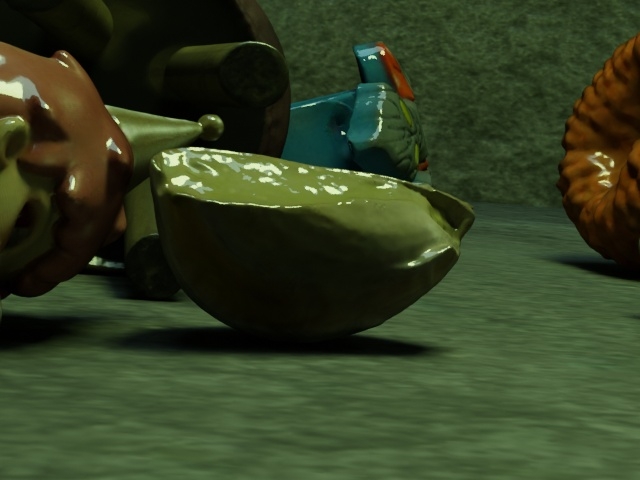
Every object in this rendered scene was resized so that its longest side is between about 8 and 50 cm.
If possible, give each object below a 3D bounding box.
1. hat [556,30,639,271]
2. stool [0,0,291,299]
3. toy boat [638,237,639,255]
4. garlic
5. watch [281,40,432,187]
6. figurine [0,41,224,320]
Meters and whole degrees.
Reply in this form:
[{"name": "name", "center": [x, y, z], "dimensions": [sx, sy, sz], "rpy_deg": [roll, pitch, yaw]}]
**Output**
[{"name": "hat", "center": [0.475, -0.054, 1.254], "dimensions": [0.400, 0.285, 0.285], "rpy_deg": [23, 0, -17]}, {"name": "stool", "center": [-0.154, -0.096, 0.861], "dimensions": [0.272, 0.272, 0.178], "rpy_deg": [4, 11, -5]}, {"name": "toy boat", "center": [0.336, 0.024, 0.875], "dimensions": [0.185, 0.089, 0.071], "rpy_deg": [3, -40, 18]}, {"name": "garlic", "center": [-0.011, 0.010, 0.674], "dimensions": [0.195, 0.101, 0.087], "rpy_deg": [9, 35, -14]}, {"name": "watch", "center": [-0.013, -0.092, 1.362], "dimensions": [0.274, 0.241, 0.305], "rpy_deg": [-12, 6, 6]}, {"name": "figurine", "center": [-0.202, -0.018, 0.605], "dimensions": [0.207, 0.166, 0.387], "rpy_deg": [-38, -16, 36]}]
